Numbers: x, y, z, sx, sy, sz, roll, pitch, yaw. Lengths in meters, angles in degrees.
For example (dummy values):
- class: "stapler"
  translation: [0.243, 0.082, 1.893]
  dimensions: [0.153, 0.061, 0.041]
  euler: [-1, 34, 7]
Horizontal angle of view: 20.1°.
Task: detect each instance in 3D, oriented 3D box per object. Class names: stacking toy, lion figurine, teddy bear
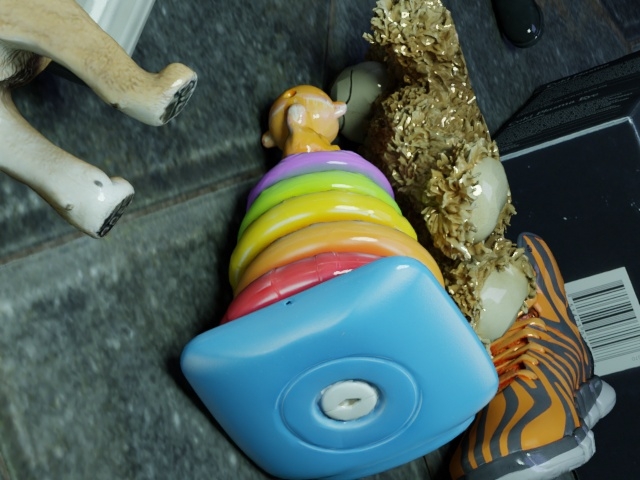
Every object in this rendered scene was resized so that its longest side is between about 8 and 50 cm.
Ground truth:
- class: "stacking toy"
  translation: [0.000, 0.000, 1.233]
  dimensions: [0.166, 0.175, 0.302]
  euler: [55, 17, -42]
- class: "lion figurine"
  translation: [-0.219, -0.064, 0.809]
  dimensions: [0.240, 0.142, 0.392]
  euler: [35, 33, 6]
- class: "teddy bear"
  translation: [0.076, -0.057, 1.349]
  dimensions: [0.245, 0.113, 0.338]
  euler: [71, 3, -51]

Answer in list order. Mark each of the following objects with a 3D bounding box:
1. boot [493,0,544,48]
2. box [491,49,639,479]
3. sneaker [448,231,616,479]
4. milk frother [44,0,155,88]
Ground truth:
- class: "boot"
  translation: [0.180, -0.262, 1.809]
  dimensions: [0.099, 0.045, 0.121]
  euler: [41, 33, -50]
- class: "box"
  translation: [0.309, 0.016, 1.738]
  dimensions: [0.343, 0.179, 0.312]
  euler: [67, 26, -11]
- class: "sneaker"
  translation: [0.144, 0.099, 1.467]
  dimensions: [0.180, 0.124, 0.321]
  euler: [66, 16, -2]
- class: "milk frother"
  translation: [-0.149, -0.168, 1.088]
  dimensions: [0.143, 0.129, 0.135]
  euler: [79, 34, -85]
